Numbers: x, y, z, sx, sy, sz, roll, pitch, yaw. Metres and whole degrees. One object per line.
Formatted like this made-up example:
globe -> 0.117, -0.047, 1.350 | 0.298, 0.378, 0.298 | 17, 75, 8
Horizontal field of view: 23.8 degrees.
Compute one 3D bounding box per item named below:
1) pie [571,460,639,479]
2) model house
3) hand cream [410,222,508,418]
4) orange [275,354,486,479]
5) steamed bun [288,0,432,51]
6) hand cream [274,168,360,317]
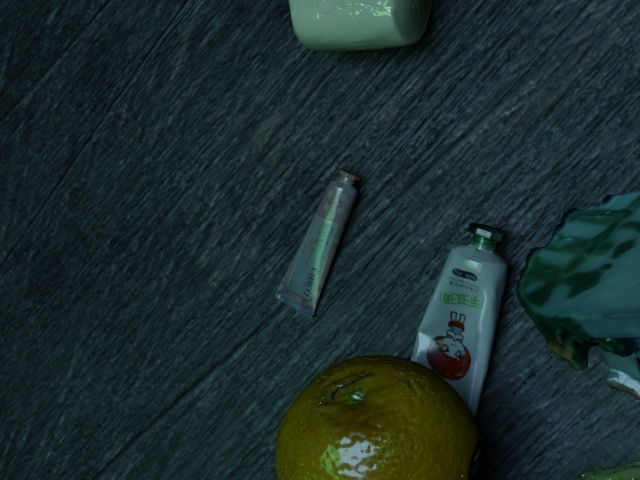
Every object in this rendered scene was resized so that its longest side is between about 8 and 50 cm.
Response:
pie -> 0.356, 0.487, 1.760 | 0.395, 0.180, 0.418 | 47, 71, -3
model house -> 0.432, 0.127, 1.782 | 0.295, 0.329, 0.252 | -7, 37, 52
hand cream -> 0.176, 0.143, 2.014 | 0.121, 0.076, 0.336 | 20, 100, 27
orange -> 0.073, 0.273, 1.904 | 0.274, 0.274, 0.274 | -3, 83, 25
steamed bun -> 0.053, -0.381, 2.069 | 0.200, 0.155, 0.250 | -1, 90, 28
hand cream -> 0.000, 0.000, 2.118 | 0.067, 0.043, 0.210 | 27, 101, 25
